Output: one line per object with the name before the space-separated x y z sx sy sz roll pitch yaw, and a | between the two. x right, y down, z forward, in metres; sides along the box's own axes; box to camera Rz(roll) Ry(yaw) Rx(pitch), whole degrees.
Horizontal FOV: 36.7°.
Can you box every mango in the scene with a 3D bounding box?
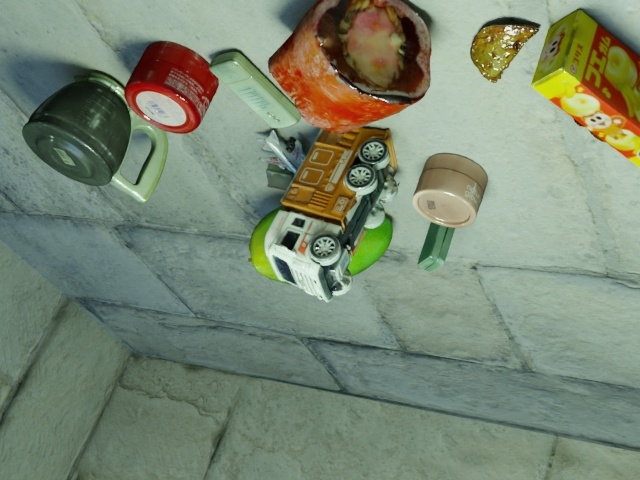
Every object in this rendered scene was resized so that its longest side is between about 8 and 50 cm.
mango | 0.000 0.000 2.484 0.382 0.225 0.201 -8 129 15

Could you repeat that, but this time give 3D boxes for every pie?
pie | 0.319 -0.348 1.770 0.088 0.033 0.191 28 154 -3

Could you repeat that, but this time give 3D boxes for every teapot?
teapot | -0.528 -0.269 2.351 0.322 0.239 0.239 25 155 5

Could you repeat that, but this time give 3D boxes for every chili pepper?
chili pepper | 0.040 -0.319 1.828 0.251 0.229 0.305 15 158 -25

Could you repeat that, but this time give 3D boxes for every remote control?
remote control | -0.145 -0.333 2.154 0.098 0.038 0.233 -4 145 44

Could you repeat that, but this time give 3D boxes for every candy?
candy | 0.504 -0.257 1.671 0.276 0.146 0.088 31 154 -20

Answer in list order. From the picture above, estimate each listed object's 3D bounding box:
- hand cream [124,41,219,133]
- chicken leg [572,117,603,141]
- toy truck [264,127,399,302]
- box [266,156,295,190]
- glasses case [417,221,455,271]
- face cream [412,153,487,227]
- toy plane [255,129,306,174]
hand cream | -0.338 -0.343 2.189 0.193 0.125 0.193 16 151 9
chicken leg | 0.538 -0.222 1.819 0.219 0.048 0.089 31 156 -18
toy truck | 0.018 -0.071 2.140 0.207 0.387 0.173 18 154 22
box | -0.092 -0.166 2.412 0.085 0.060 0.063 12 148 22
glasses case | 0.280 -0.020 2.252 0.039 0.184 0.078 25 154 -10
face cream | 0.290 -0.111 2.162 0.149 0.104 0.149 18 154 9
toy plane | -0.073 -0.200 2.320 0.171 0.065 0.162 33 152 -25
